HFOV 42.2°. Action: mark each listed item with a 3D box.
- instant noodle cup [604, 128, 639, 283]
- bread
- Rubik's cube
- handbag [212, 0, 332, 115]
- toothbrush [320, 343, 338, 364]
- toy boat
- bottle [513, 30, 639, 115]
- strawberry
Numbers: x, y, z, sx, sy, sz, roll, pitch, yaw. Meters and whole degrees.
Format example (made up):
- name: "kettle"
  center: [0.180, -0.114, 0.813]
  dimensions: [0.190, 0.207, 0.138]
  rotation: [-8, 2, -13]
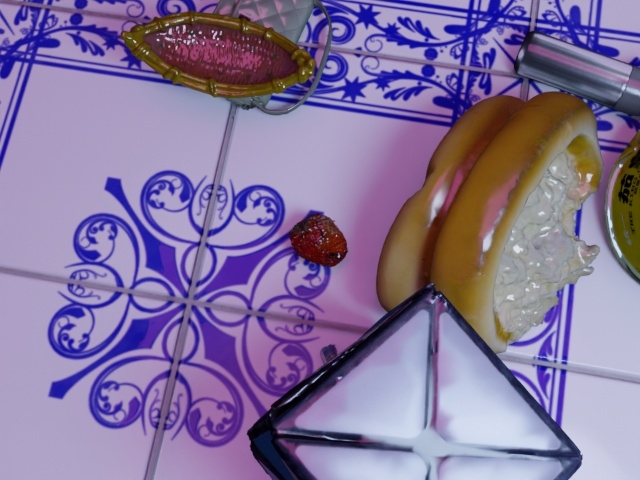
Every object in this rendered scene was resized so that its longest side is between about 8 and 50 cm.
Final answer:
- name: "instant noodle cup"
  center: [0.605, -0.046, 1.210]
  dimensions: [0.325, 0.254, 0.326]
  rotation: [0, 93, 6]
- name: "bread"
  center: [0.280, -0.033, 1.300]
  dimensions: [0.245, 0.329, 0.424]
  rotation: [15, 70, 49]
- name: "Rubik's cube"
  center: [0.102, 0.278, 1.124]
  dimensions: [0.307, 0.305, 0.310]
  rotation: [-38, 85, -16]
- name: "handbag"
  center: [-0.092, -0.347, 1.464]
  dimensions: [0.219, 0.079, 0.256]
  rotation: [23, 77, 5]
- name: "toothbrush"
  center: [0.082, 0.340, 1.276]
  dimensions: [0.040, 0.040, 0.386]
  rotation: [-22, 77, -5]
- name: "toy boat"
  center: [-0.163, -0.305, 1.366]
  dimensions: [0.317, 0.099, 0.141]
  rotation: [9, 83, 2]
- name: "bottle"
  center: [0.463, -0.290, 1.419]
  dimensions: [0.253, 0.079, 0.096]
  rotation: [23, 112, 9]
- name: "strawberry"
  center: [0.000, 0.000, 1.353]
  dimensions: [0.083, 0.083, 0.096]
  rotation: [-41, 89, -10]
